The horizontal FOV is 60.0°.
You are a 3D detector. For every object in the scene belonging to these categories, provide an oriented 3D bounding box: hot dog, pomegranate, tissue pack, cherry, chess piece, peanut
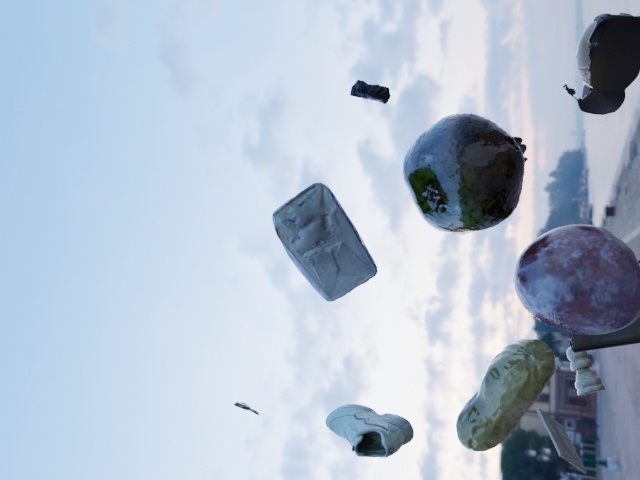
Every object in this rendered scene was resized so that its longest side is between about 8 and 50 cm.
[{"bbox_3d":[0.755,-0.493,1.496,0.326,0.194,0.107,88,180,-57],"label":"hot dog"},{"bbox_3d":[0.366,-0.171,1.296,0.341,0.285,0.284,-29,-61,-32],"label":"pomegranate"},{"bbox_3d":[0.000,0.000,1.321,0.242,0.160,0.338,57,180,-3],"label":"tissue pack"},{"bbox_3d":[0.538,0.081,1.137,0.236,0.286,0.212,-125,23,-64],"label":"cherry"},{"bbox_3d":[0.923,0.451,1.948,0.094,0.094,0.170,32,-138,-61],"label":"chess piece"},{"bbox_3d":[0.433,0.368,1.324,0.318,0.148,0.148,-55,-25,8],"label":"peanut"}]

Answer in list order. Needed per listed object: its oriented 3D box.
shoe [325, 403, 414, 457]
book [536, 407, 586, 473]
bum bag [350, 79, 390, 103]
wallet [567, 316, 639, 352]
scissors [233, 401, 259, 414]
[{"bbox_3d":[0.151,0.709,2.042,0.211,0.342,0.132,-15,-75,-60],"label":"shoe"},{"bbox_3d":[0.777,0.647,1.791,0.192,0.013,0.167,37,-155,-33],"label":"book"},{"bbox_3d":[0.155,-0.455,1.697,0.034,0.125,0.057,-92,13,-52],"label":"bum bag"},{"bbox_3d":[0.744,0.221,1.433,0.031,0.198,0.110,22,-123,-74],"label":"wallet"},{"bbox_3d":[-0.193,0.424,1.414,0.014,0.058,0.119,-56,-24,-11],"label":"scissors"}]
